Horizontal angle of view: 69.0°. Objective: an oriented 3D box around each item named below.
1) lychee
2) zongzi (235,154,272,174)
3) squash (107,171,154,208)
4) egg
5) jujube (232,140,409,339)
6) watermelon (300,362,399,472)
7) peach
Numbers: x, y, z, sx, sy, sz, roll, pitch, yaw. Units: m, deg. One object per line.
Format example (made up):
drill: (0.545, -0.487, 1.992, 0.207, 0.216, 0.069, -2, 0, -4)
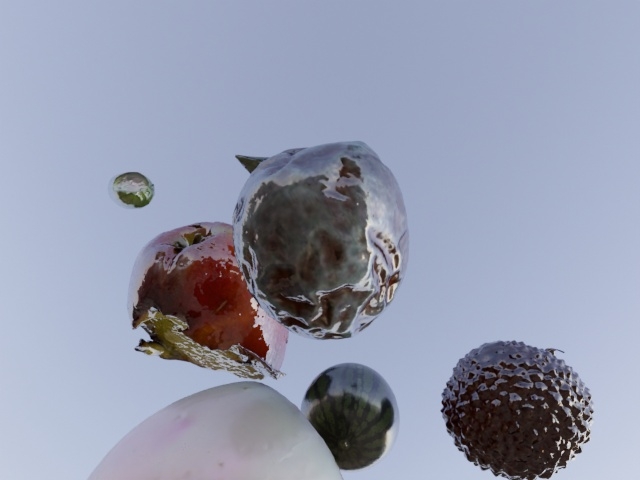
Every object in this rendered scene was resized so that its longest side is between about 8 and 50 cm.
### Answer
lychee: (0.380, 0.316, 0.902, 0.264, 0.300, 0.264, 37, -31, 27)
zongzi: (-0.075, -0.129, 0.799, 0.119, 0.109, 0.055, 44, -46, -12)
squash: (-0.353, -0.092, 0.858, 0.069, 0.239, 0.069, -4, -81, -28)
egg: (-0.180, 0.398, 0.596, 0.355, 0.340, 0.354, 12, -73, 44)
jujube: (0.006, 0.005, 0.646, 0.247, 0.215, 0.308, -30, -37, 0)
watermelon: (0.059, 0.358, 0.948, 0.212, 0.212, 0.212, 6, -61, 10)
peach: (-0.232, 0.165, 1.078, 0.339, 0.353, 0.416, 1, -67, 36)
